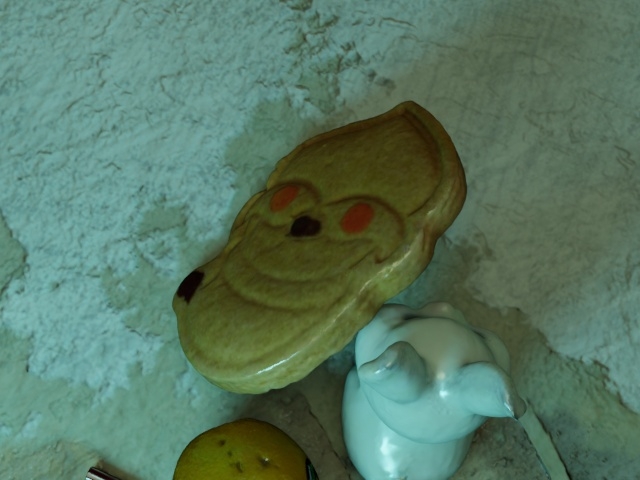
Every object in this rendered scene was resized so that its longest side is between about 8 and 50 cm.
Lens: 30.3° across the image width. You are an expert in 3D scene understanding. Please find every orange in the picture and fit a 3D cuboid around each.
[{"bbox_3d":[-0.094,0.324,1.478,0.206,0.206,0.206,0,75,-2],"label":"orange"}]

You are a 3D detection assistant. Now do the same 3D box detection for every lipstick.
[{"bbox_3d":[-0.226,0.344,1.552,0.176,0.027,0.027,24,76,3],"label":"lipstick"}]

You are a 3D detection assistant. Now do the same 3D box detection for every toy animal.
[{"bbox_3d":[0.126,0.199,1.435,0.196,0.368,0.241,11,64,-2],"label":"toy animal"}]

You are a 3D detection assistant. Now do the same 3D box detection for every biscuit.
[{"bbox_3d":[-0.001,0.000,1.515,0.349,0.078,0.455,23,69,49],"label":"biscuit"}]
